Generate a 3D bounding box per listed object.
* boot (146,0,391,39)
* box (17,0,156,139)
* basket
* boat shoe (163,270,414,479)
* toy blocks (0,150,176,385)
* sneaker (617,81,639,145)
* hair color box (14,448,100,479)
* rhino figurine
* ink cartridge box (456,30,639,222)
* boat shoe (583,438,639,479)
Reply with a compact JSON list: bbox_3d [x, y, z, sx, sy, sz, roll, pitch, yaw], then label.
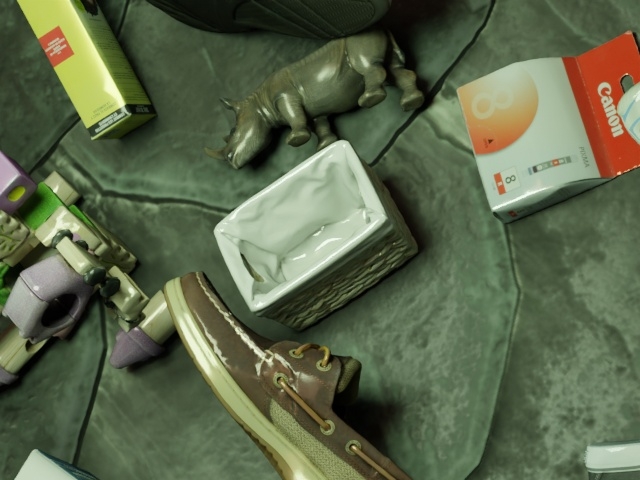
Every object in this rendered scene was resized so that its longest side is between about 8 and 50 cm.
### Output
[{"bbox_3d":[-0.022,-0.358,2.036,0.377,0.138,0.284,6,68,56],"label":"boot"},{"bbox_3d":[-0.266,-0.222,2.123,0.058,0.087,0.232,-29,87,15],"label":"box"},{"bbox_3d":[0.000,0.000,1.932,0.167,0.103,0.113,-35,58,13],"label":"basket"},{"bbox_3d":[-0.012,0.150,1.839,0.123,0.123,0.342,-39,75,0],"label":"boat shoe"},{"bbox_3d":[-0.335,0.065,1.984,0.260,0.288,0.309,-45,59,1],"label":"toy blocks"},{"bbox_3d":[0.386,-0.163,1.809,0.237,0.085,0.086,-38,83,6],"label":"sneaker"},{"bbox_3d":[-0.183,0.362,1.882,0.347,0.105,0.174,30,86,35],"label":"hair color box"},{"bbox_3d":[-0.016,-0.142,2.017,0.243,0.073,0.106,-26,58,20],"label":"rhino figurine"},{"bbox_3d":[0.232,-0.114,1.888,0.179,0.045,0.145,-25,61,21],"label":"ink cartridge box"},{"bbox_3d":[0.338,0.207,1.684,0.229,0.080,0.076,-5,88,22],"label":"boat shoe"}]
